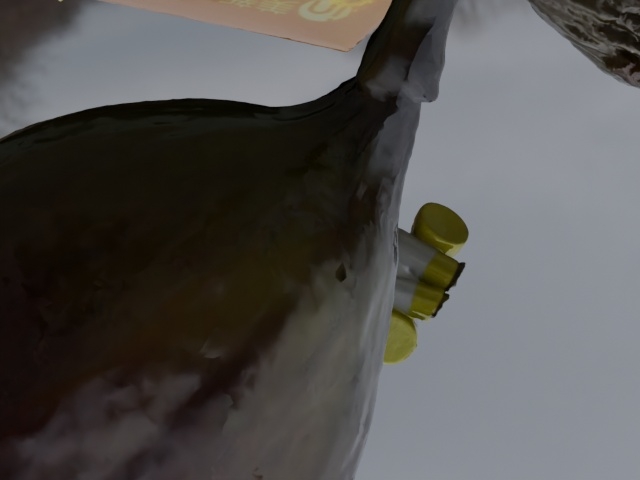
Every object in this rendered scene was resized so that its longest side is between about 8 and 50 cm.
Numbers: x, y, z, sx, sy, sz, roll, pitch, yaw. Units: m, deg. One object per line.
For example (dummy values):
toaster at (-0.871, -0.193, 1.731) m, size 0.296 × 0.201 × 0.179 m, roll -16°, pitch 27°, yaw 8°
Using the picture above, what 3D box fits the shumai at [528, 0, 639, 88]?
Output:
shumai at (0.302, -0.250, 1.603) m, size 0.346 × 0.217 × 0.283 m, roll 6°, pitch -159°, yaw -3°

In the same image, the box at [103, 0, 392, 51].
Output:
box at (-0.085, -0.211, 0.843) m, size 0.274 × 0.220 × 0.091 m, roll 11°, pitch 158°, yaw -24°

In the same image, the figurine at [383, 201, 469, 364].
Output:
figurine at (0.002, 0.000, 1.223) m, size 0.130 × 0.178 × 0.109 m, roll 11°, pitch -107°, yaw 58°

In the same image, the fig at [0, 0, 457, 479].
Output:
fig at (-0.042, 0.014, 0.539) m, size 0.274 × 0.170 × 0.145 m, roll -50°, pitch -158°, yaw 8°
